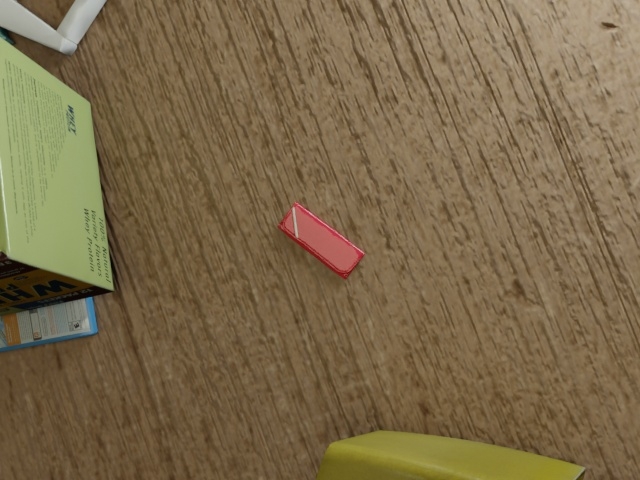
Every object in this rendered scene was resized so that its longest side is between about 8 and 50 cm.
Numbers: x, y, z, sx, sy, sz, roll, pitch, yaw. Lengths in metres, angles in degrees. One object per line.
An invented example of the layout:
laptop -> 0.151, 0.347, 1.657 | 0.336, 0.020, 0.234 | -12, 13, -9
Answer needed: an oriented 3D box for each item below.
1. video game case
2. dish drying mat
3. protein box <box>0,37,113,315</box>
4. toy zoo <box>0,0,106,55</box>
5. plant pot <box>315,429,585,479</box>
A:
video game case -> -0.312, 0.050, 1.000 | 0.166, 0.015, 0.119 | -11, 87, 9
dish drying mat -> 0.000, 0.000, 0.952 | 0.083, 0.008, 0.032 | 37, 94, 9
protein box -> -0.298, -0.049, 0.893 | 0.135, 0.201, 0.200 | -12, 78, 10
toy zoo -> -0.273, -0.320, 0.995 | 0.192, 0.030, 0.293 | 35, 94, 9
plant pot -> 0.088, 0.267, 0.841 | 0.187, 0.212, 0.212 | 19, 92, 22
